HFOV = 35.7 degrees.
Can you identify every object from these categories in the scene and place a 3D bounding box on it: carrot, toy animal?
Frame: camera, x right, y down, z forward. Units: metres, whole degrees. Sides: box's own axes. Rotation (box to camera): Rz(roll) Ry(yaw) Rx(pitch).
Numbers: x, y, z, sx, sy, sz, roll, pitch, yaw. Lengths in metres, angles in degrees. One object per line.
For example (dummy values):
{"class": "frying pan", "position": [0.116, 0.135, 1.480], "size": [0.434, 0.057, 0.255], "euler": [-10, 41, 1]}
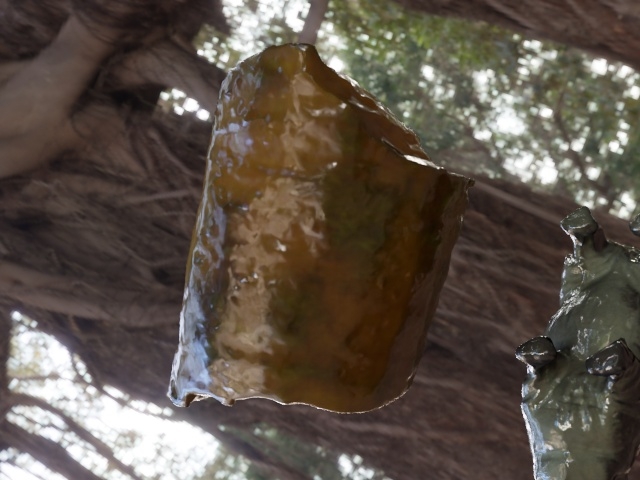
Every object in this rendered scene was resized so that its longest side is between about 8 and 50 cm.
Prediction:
{"class": "carrot", "position": [0.000, 0.000, 0.901], "size": [0.241, 0.241, 0.340], "euler": [-6, -67, -58]}
{"class": "toy animal", "position": [0.213, 0.139, 0.786], "size": [0.168, 0.106, 0.343], "euler": [42, -122, -50]}
